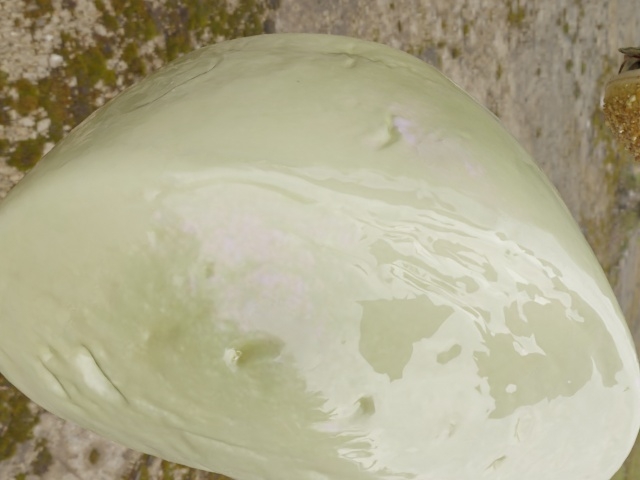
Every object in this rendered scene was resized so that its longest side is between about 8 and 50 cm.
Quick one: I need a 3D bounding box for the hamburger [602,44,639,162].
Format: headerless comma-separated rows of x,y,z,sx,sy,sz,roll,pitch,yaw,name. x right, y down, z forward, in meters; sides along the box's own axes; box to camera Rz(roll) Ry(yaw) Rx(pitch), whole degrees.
0.483,-0.139,0.866,0.170,0.302,0.302,-55,146,9,hamburger

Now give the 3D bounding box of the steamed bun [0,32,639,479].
0.000,0.000,0.579,0.371,0.456,0.290,-87,-171,-67,steamed bun
